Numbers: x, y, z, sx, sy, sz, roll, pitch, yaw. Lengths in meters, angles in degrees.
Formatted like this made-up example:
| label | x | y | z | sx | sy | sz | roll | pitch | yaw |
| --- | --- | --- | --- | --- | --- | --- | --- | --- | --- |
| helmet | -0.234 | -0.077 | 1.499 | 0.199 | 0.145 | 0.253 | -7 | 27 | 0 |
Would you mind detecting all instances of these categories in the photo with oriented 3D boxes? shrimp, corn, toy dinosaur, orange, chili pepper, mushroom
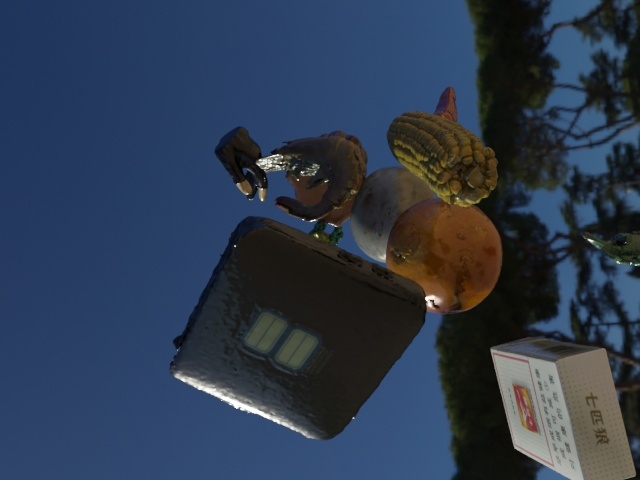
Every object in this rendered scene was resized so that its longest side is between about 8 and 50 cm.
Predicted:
| label | x | y | z | sx | sy | sz | roll | pitch | yaw |
| --- | --- | --- | --- | --- | --- | --- | --- | --- | --- |
| shrimp | -0.023 | -0.111 | 1.468 | 0.058 | 0.253 | 0.173 | 30 | -116 | -46 |
| corn | 0.164 | -0.127 | 1.143 | 0.292 | 0.101 | 0.101 | -122 | 10 | -68 |
| toy dinosaur | 0.634 | 0.017 | 1.632 | 0.292 | 0.120 | 0.079 | 3 | -93 | -54 |
| toy dinosaur | 0.000 | 0.000 | 2.210 | 0.153 | 0.094 | 0.259 | -61 | -8 | -21 |
| orange | 0.257 | 0.032 | 1.683 | 0.246 | 0.246 | 0.246 | 19 | -113 | -56 |
| chili pepper | 0.266 | -0.265 | 1.749 | 0.272 | 0.063 | 0.071 | -61 | -11 | -54 |
| mushroom | 0.204 | -0.062 | 2.016 | 0.243 | 0.243 | 0.244 | 19 | -113 | -56 |

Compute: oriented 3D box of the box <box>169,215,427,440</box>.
| label | x | y | z | sx | sy | sz | roll | pitch | yaw |
| --- | --- | --- | --- | --- | --- | --- | --- | --- | --- |
| box | -0.042 | 0.155 | 1.347 | 0.350 | 0.359 | 0.091 | 25 | -150 | -12 |

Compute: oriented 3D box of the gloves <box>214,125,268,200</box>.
| label | x | y | z | sx | sy | sz | roll | pitch | yaw |
| --- | --- | --- | --- | --- | --- | --- | --- | --- | --- |
| gloves | -0.174 | -0.179 | 1.973 | 0.181 | 0.106 | 0.129 | 52 | 178 | -22 |

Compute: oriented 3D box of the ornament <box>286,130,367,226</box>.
| label | x | y | z | sx | sy | sz | roll | pitch | yaw |
| --- | --- | --- | --- | --- | --- | --- | --- | --- | --- |
| ornament | 0.037 | -0.187 | 2.179 | 0.217 | 0.235 | 0.221 | -76 | 12 | -64 |

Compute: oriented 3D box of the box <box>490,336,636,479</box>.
| label | x | y | z | sx | sy | sz | roll | pitch | yaw |
| --- | --- | --- | --- | --- | --- | --- | --- | --- | --- |
| box | 0.413 | 0.288 | 1.421 | 0.330 | 0.095 | 0.210 | 150 | 107 | -82 |
